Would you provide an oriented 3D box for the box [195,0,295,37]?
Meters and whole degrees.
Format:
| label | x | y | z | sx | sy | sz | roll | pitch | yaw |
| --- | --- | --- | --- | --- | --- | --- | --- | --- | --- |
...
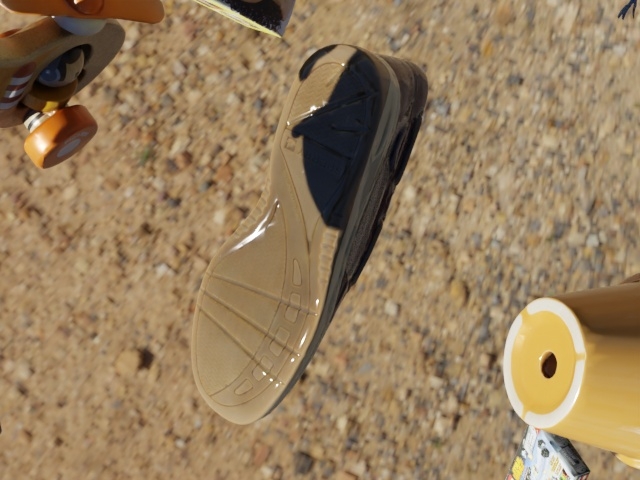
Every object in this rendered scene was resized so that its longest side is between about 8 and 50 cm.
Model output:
| label | x | y | z | sx | sy | sz | roll | pitch | yaw |
| --- | --- | --- | --- | --- | --- | --- | --- | --- | --- |
| box | -0.114 | -0.275 | 1.378 | 0.058 | 0.232 | 0.087 | 23 | 93 | 44 |

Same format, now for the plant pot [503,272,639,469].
| label | x | y | z | sx | sy | sz | roll | pitch | yaw |
| --- | --- | --- | --- | --- | --- | --- | --- | --- | --- |
| plant pot | 0.293 | 0.126 | 1.432 | 0.188 | 0.205 | 0.205 | 6 | 119 | -28 |

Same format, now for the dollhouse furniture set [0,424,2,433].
| label | x | y | z | sx | sy | sz | roll | pitch | yaw |
| --- | --- | --- | --- | --- | --- | --- | --- | --- | --- |
| dollhouse furniture set | -0.374 | 0.117 | 0.878 | 0.174 | 0.303 | 0.355 | -31 | 65 | 36 |

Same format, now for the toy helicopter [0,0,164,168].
| label | x | y | z | sx | sy | sz | roll | pitch | yaw |
| --- | --- | --- | --- | --- | --- | --- | --- | --- | --- |
| toy helicopter | -0.307 | -0.185 | 1.458 | 0.235 | 0.355 | 0.140 | -39 | 83 | 22 |

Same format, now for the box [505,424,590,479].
| label | x | y | z | sx | sy | sz | roll | pitch | yaw |
| --- | --- | --- | --- | --- | --- | --- | --- | --- | --- |
| box | 0.266 | 0.277 | 1.696 | 0.027 | 0.094 | 0.137 | -15 | 142 | -23 |

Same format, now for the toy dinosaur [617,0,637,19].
| label | x | y | z | sx | sy | sz | roll | pitch | yaw |
| --- | --- | --- | --- | --- | --- | --- | --- | --- | --- |
| toy dinosaur | 0.247 | -0.176 | 0.994 | 0.047 | 0.082 | 0.090 | 42 | 122 | 17 |

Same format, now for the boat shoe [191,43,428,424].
| label | x | y | z | sx | sy | sz | roll | pitch | yaw |
| --- | --- | --- | --- | --- | --- | --- | --- | --- | --- |
| boat shoe | 0.000 | 0.000 | 1.214 | 0.123 | 0.123 | 0.342 | 30 | 109 | 31 |
